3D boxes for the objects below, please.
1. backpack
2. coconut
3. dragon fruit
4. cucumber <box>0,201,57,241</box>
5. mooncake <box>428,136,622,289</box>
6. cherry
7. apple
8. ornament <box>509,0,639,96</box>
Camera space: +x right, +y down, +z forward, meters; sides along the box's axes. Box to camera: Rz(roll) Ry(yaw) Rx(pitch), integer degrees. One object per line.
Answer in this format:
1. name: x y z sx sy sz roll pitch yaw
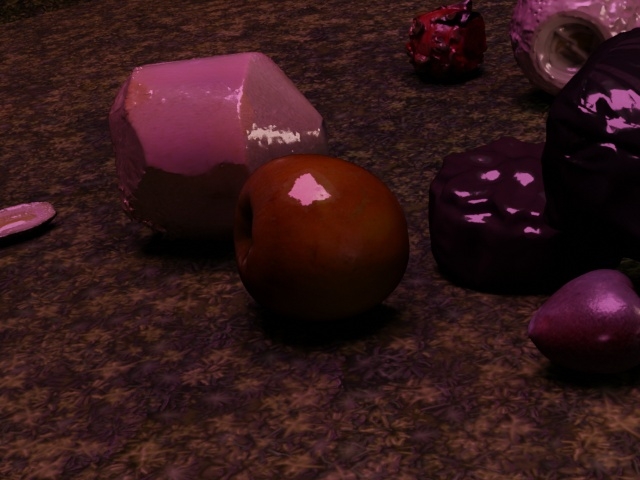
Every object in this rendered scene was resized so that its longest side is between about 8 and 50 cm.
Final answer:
1. backpack: 0.498 -0.072 1.440 0.445 0.255 0.363 22 39 22
2. coconut: -0.139 -0.138 1.808 0.309 0.298 0.297 -2 25 16
3. dragon fruit: 0.252 -0.412 2.449 0.172 0.160 0.167 11 72 43
4. cucumber: -0.478 -0.027 1.936 0.107 0.035 0.067 -18 44 -26
5. mooncake: 0.284 -0.044 1.638 0.282 0.141 0.283 -5 27 3
6. cherry: 0.314 0.106 1.328 0.148 0.115 0.188 9 27 -12
7. apple: 0.000 0.000 1.536 0.207 0.237 0.237 3 20 -20
8. ornament: 0.481 -0.390 2.209 0.259 0.259 0.225 2 30 20
